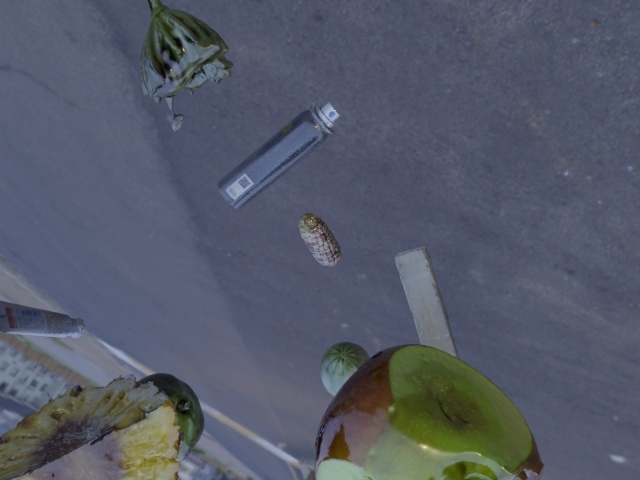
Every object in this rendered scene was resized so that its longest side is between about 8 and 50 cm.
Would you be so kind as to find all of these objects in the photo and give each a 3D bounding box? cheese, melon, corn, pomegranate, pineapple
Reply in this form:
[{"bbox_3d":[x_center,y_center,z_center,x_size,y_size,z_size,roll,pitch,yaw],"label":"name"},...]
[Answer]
[{"bbox_3d":[0.264,0.212,1.480,0.085,0.034,0.400,-14,94,24],"label":"cheese"},{"bbox_3d":[0.067,0.333,1.614,0.139,0.139,0.192,22,150,25],"label":"melon"},{"bbox_3d":[0.000,0.000,1.803,0.086,0.086,0.253,22,163,23],"label":"corn"},{"bbox_3d":[-0.436,0.458,1.614,0.276,0.222,0.204,-7,137,9],"label":"pomegranate"},{"bbox_3d":[-0.393,0.406,1.070,0.209,0.344,0.286,25,133,53],"label":"pineapple"}]

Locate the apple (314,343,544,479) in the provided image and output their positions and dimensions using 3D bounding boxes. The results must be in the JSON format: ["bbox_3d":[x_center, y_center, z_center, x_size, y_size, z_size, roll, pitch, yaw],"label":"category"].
[{"bbox_3d":[0.183,0.375,1.073,0.374,0.374,0.384,17,155,33],"label":"apple"}]

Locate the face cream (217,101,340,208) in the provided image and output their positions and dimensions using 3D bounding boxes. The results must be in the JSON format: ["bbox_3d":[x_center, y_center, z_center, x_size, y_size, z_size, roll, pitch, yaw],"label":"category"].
[{"bbox_3d":[-0.080,-0.171,1.261,0.073,0.283,0.073,47,-162,-20],"label":"face cream"}]

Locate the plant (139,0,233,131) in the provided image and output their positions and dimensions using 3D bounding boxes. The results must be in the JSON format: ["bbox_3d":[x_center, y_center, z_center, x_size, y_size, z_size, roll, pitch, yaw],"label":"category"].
[{"bbox_3d":[-0.319,-0.401,1.193,0.333,0.180,0.251,51,162,-5],"label":"plant"}]

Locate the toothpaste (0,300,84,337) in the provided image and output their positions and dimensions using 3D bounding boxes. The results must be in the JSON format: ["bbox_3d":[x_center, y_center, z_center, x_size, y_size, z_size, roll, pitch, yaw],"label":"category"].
[{"bbox_3d":[-0.669,0.194,1.520,0.234,0.057,0.089,30,-152,-60],"label":"toothpaste"}]
